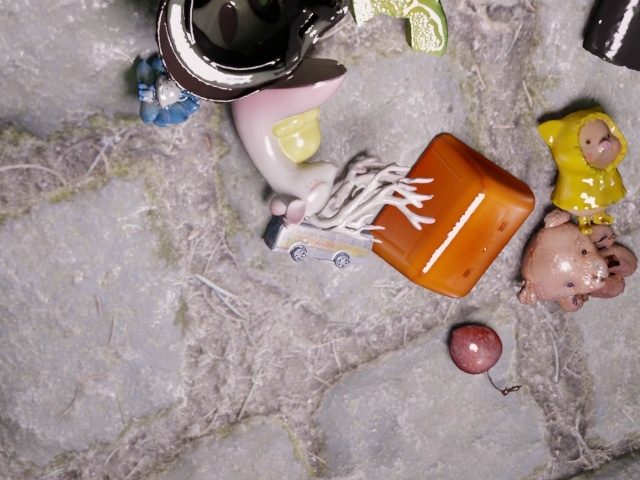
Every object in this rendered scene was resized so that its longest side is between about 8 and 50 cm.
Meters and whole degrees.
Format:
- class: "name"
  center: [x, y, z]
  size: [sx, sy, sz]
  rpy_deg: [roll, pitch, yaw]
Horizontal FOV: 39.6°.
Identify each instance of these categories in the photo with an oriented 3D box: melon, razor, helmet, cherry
- class: "melon"
  center: [0.126, -0.372, 1.418]
  size: [0.209, 0.064, 0.118]
  rpy_deg: [11, 119, -23]
- class: "razor"
  center: [0.578, -0.454, 1.508]
  size: [0.189, 0.107, 0.327]
  rpy_deg: [8, 115, -23]
- class: "helmet"
  center: [-0.112, -0.357, 1.268]
  size: [0.305, 0.177, 0.225]
  rpy_deg: [-37, 132, 9]
- class: "cherry"
  center: [0.345, 0.242, 1.822]
  size: [0.225, 0.090, 0.107]
  rpy_deg: [35, 99, -32]

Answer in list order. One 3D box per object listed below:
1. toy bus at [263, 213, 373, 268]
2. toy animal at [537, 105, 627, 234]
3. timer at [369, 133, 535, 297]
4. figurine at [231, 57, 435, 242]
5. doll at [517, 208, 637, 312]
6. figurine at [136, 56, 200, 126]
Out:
- class: "toy bus"
  center: [0.000, 0.000, 1.577]
  size: [0.190, 0.064, 0.075]
  rpy_deg: [11, 108, -25]
- class: "toy animal"
  center: [0.491, -0.129, 1.643]
  size: [0.156, 0.156, 0.230]
  rpy_deg: [-16, 107, -11]
- class: "timer"
  center: [0.261, -0.023, 1.638]
  size: [0.250, 0.161, 0.257]
  rpy_deg: [22, 109, -45]
- class: "figurine"
  center: [0.023, -0.131, 1.430]
  size: [0.284, 0.206, 0.316]
  rpy_deg: [-15, 121, -11]
- class: "doll"
  center: [0.538, 0.060, 1.759]
  size: [0.303, 0.156, 0.201]
  rpy_deg: [11, 102, -30]
- class: "figurine"
  center: [-0.226, -0.225, 1.357]
  size: [0.114, 0.079, 0.114]
  rpy_deg: [3, 73, -11]
